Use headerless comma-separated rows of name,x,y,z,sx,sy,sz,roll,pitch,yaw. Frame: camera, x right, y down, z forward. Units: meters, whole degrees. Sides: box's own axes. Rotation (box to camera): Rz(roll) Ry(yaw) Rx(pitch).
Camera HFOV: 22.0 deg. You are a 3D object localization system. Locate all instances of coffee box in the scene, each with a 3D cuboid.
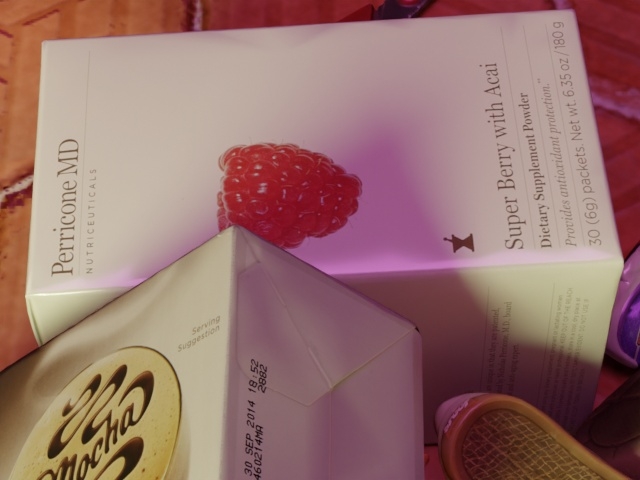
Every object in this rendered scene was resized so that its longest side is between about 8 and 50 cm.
coffee box,-0.098,0.142,0.734,0.297,0.119,0.168,-30,44,36

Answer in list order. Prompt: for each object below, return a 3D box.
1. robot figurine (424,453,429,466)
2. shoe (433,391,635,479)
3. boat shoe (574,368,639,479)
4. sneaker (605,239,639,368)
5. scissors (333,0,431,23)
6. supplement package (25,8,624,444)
robot figurine,-0.001,0.196,0.789,0.128,0.158,0.219,31,48,-28
shoe,0.139,0.150,0.818,0.219,0.058,0.076,44,76,-12
boat shoe,0.252,0.077,0.899,0.257,0.095,0.095,-35,17,-15
sneaker,0.223,0.012,0.969,0.071,0.068,0.170,37,70,9
scissors,0.055,-0.145,1.111,0.297,0.021,0.109,-31,56,-20
supplement package,0.000,0.000,0.904,0.293,0.175,0.177,-4,54,0
